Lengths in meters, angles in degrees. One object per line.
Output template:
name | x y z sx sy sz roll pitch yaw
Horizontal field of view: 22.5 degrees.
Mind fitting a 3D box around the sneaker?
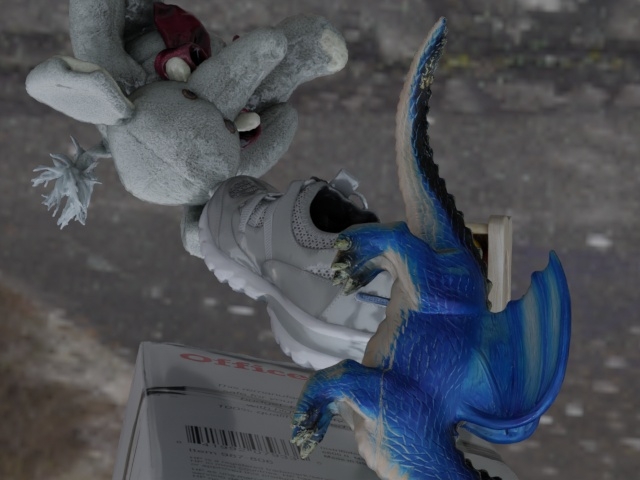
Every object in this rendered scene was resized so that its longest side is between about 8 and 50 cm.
sneaker | 0.000 0.000 1.138 0.105 0.115 0.281 15 -166 -28

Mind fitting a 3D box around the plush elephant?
plush elephant | -0.124 -0.128 1.480 0.272 0.330 0.255 41 175 -25

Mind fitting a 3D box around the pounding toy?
pounding toy | 0.097 0.097 1.495 0.155 0.269 0.154 3 -160 11

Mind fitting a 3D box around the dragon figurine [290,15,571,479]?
dragon figurine | 0.073 0.049 0.768 0.144 0.289 0.085 13 164 7

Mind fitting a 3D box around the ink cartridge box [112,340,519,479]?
ink cartridge box | -0.007 0.217 1.191 0.285 0.166 0.395 12 -171 -9
